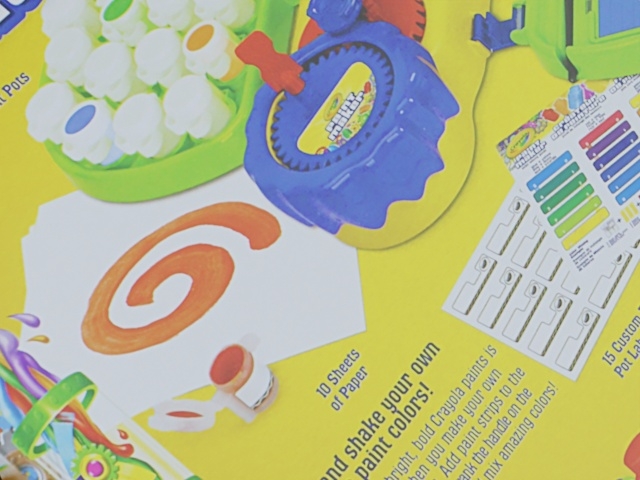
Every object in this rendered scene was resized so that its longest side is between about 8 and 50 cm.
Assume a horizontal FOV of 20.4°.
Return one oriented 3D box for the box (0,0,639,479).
[{"bbox_3d":[0.000,0.000,0.531,0.279,0.177,0.290,43,60,-1],"label":"box"}]
